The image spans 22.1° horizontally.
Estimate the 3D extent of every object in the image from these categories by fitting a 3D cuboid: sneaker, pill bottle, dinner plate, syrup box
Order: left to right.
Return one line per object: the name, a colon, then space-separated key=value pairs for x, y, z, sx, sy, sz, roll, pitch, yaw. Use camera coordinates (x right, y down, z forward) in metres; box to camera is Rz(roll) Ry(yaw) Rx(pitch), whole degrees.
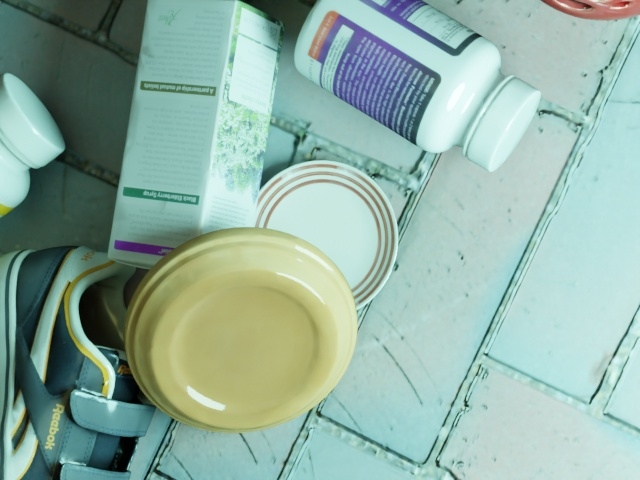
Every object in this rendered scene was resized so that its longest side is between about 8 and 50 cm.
pill bottle: x=-0.337 y=-0.056 z=1.472 sx=0.208 sy=0.117 sz=0.117 roll=-35 pitch=78 yaw=8
sneaker: x=-0.212 y=0.161 z=1.419 sx=0.127 sy=0.126 sz=0.321 roll=-7 pitch=82 yaw=19
syrup box: x=-0.107 y=-0.088 z=1.422 sx=0.096 sy=0.093 sz=0.236 roll=8 pitch=88 yaw=27
dinner plate: x=0.000 y=0.000 z=1.437 sx=0.141 sy=0.017 sz=0.141 roll=-1 pitch=86 yaw=13
pill bottle: x=0.084 y=-0.141 z=1.381 sx=0.193 sy=0.108 sz=0.108 roll=33 pitch=94 yaw=14

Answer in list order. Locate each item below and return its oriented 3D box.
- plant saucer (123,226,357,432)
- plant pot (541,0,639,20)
plant saucer: x=-0.065 y=0.084 z=1.375 sx=0.200 sy=0.037 sz=0.200 roll=-4 pitch=120 yaw=-8
plant pot: x=0.231 y=-0.287 z=1.325 sx=0.191 sy=0.174 sz=0.191 roll=-1 pitch=86 yaw=11
